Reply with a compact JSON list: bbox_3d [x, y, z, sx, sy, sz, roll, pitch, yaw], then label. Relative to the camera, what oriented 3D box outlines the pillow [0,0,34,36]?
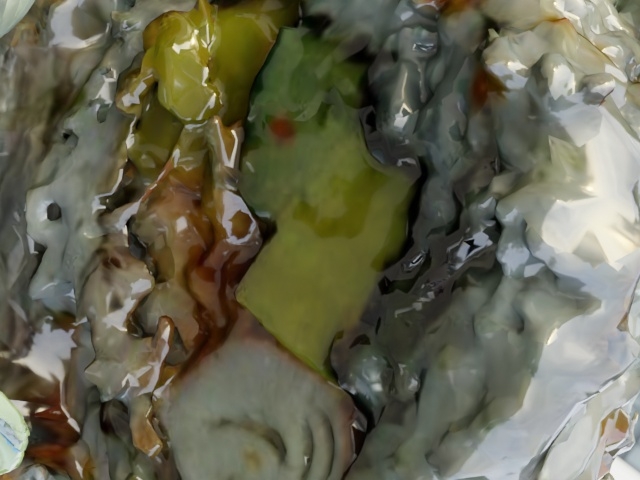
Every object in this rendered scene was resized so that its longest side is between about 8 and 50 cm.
[{"bbox_3d":[-0.179,-0.218,0.804,0.310,0.138,0.283,-150,-111,-66],"label":"pillow"}]

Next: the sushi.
[{"bbox_3d":[0.004,-0.001,0.772,0.176,0.417,0.417,17,114,-48],"label":"sushi"}]

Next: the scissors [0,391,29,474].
[{"bbox_3d":[-0.164,0.002,0.435,0.133,0.187,0.020,-5,-134,39],"label":"scissors"}]
